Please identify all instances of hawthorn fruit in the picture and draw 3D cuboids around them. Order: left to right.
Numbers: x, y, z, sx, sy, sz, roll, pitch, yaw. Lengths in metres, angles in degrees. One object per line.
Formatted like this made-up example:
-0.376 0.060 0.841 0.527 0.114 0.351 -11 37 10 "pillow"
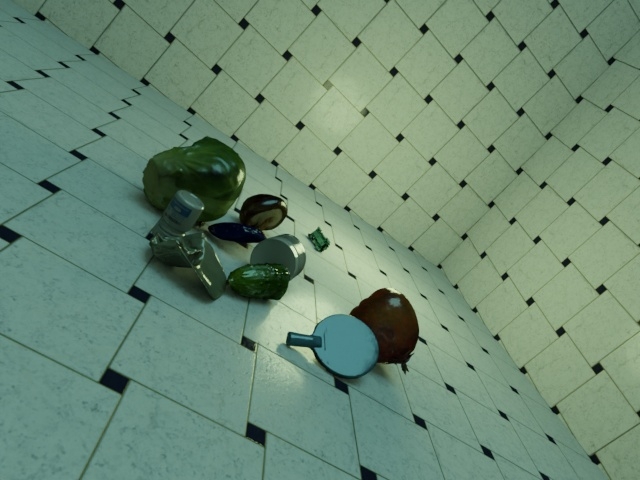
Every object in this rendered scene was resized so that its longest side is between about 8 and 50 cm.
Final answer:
0.243 0.340 1.837 0.307 0.276 0.276 57 19 10 "hawthorn fruit"

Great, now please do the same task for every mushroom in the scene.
-0.253 -0.130 2.220 0.138 0.194 0.231 45 7 26 "mushroom"

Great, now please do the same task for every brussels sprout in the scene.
-0.448 -0.226 1.854 0.371 0.276 0.315 -26 76 -44 "brussels sprout"

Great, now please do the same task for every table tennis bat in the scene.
0.045 0.334 1.629 0.329 0.044 0.215 11 57 -24 "table tennis bat"

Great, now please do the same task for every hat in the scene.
-0.403 0.076 1.529 0.214 0.149 0.244 -30 104 -79 "hat"

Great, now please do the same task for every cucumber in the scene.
-0.221 0.134 1.663 0.134 0.134 0.244 45 22 29 "cucumber"

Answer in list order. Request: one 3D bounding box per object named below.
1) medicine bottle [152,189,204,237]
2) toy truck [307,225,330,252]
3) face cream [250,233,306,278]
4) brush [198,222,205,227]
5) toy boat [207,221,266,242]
-0.458 -0.070 1.633 0.105 0.168 0.105 33 16 -11 "medicine bottle"
0.001 0.001 2.619 0.078 0.080 0.154 52 2 -41 "toy truck"
-0.153 0.070 1.869 0.177 0.177 0.153 38 14 6 "face cream"
-0.448 -0.062 1.915 0.021 0.019 0.083 41 11 -21 "brush"
-0.283 -0.022 1.962 0.219 0.072 0.318 10 -1 32 "toy boat"
